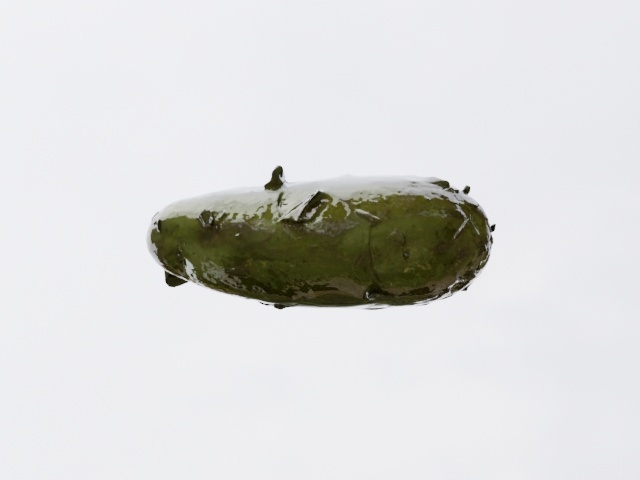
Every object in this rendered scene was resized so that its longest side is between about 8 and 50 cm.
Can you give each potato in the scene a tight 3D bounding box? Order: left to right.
[{"bbox_3d":[0.000,0.000,1.156,0.225,0.090,0.117,0,-9,3],"label":"potato"}]
